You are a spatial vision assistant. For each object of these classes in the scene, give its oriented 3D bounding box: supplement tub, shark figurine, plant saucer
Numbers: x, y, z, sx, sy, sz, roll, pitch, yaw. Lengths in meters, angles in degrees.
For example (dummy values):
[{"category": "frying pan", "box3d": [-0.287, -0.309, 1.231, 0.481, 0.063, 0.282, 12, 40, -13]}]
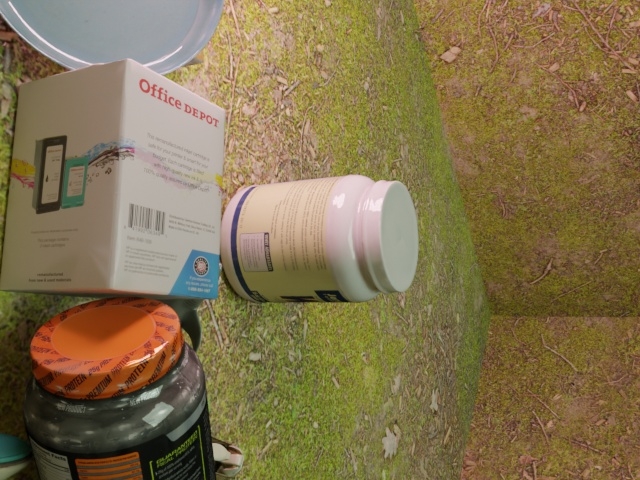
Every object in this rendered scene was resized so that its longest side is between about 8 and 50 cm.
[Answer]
[{"category": "supplement tub", "box3d": [-0.236, 0.254, 0.775, 0.207, 0.207, 0.338, -42, 137, -56]}, {"category": "shark figurine", "box3d": [-0.255, 0.147, 0.969, 0.116, 0.166, 0.279, 22, 84, -33]}, {"category": "supplement tub", "box3d": [0.000, 0.000, 1.193, 0.235, 0.324, 0.236, 10, 78, -62]}, {"category": "plant saucer", "box3d": [-0.283, -0.363, 0.840, 0.317, 0.043, 0.318, 2, 85, -27]}]

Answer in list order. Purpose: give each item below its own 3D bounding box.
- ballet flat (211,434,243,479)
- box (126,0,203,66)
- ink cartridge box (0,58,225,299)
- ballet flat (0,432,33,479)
[{"category": "ballet flat", "box3d": [-0.176, 0.377, 1.093, 0.206, 0.067, 0.073, 44, 49, -53]}, {"category": "box", "box3d": [-0.266, -0.351, 0.968, 0.170, 0.090, 0.130, 5, 83, -63]}, {"category": "ink cartridge box", "box3d": [-0.262, -0.062, 0.829, 0.198, 0.197, 0.270, 17, 72, -61]}, {"category": "ballet flat", "box3d": [-0.417, 0.238, 0.645, 0.248, 0.086, 0.086, 33, 59, -56]}]
